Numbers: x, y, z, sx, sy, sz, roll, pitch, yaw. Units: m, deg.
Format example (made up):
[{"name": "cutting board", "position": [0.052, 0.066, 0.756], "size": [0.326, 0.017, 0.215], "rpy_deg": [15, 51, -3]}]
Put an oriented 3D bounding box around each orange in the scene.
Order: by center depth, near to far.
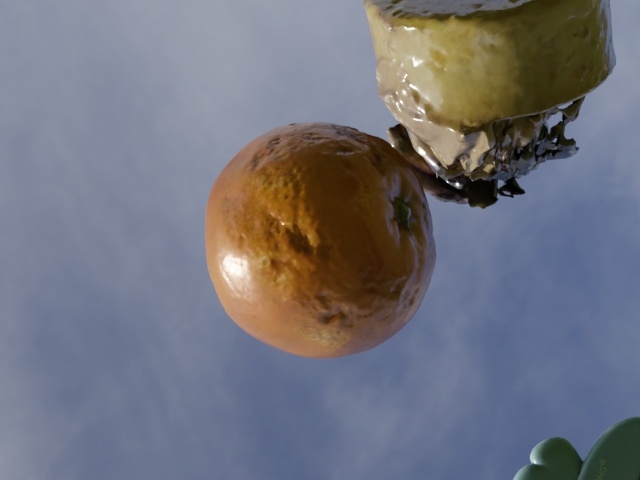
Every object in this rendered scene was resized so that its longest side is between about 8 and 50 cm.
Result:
[{"name": "orange", "position": [0.000, 0.000, 1.203], "size": [0.261, 0.261, 0.261], "rpy_deg": [9, -118, -18]}]

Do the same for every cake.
[{"name": "cake", "position": [0.233, -0.211, 1.467], "size": [0.332, 0.321, 0.332], "rpy_deg": [-9, -148, 5]}]

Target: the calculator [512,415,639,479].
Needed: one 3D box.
[{"name": "calculator", "position": [0.313, 0.256, 0.943], "size": [0.303, 0.042, 0.188], "rpy_deg": [21, -100, 18]}]
